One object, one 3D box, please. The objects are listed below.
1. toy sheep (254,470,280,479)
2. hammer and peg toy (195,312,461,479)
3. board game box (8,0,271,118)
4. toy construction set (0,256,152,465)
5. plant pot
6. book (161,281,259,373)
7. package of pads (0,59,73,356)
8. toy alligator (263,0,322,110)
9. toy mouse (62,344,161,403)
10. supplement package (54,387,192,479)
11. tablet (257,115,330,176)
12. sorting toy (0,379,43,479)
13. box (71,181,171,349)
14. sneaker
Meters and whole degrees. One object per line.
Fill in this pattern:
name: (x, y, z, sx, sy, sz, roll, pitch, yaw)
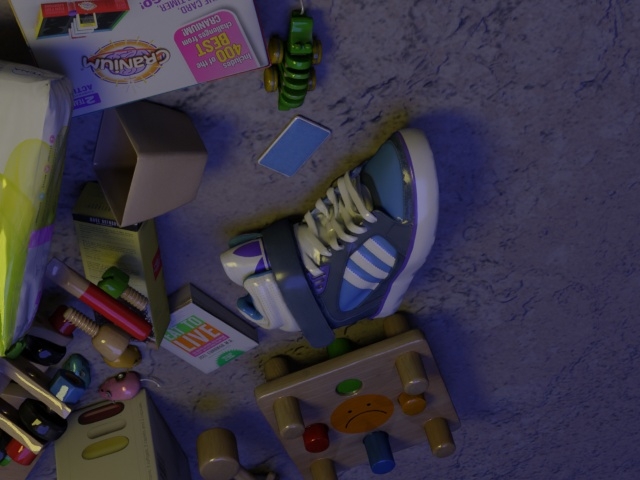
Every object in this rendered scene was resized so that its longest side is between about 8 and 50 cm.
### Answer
toy sheep: (-0.096, 0.409, 1.991, 0.091, 0.091, 0.132, 9, 117, -24)
hammer and peg toy: (0.010, 0.264, 1.843, 0.361, 0.127, 0.266, -21, 138, 5)
board game box: (-0.199, -0.282, 1.272, 0.242, 0.064, 0.316, -15, 136, -2)
toy construction set: (-0.374, 0.101, 1.471, 0.237, 0.257, 0.309, 38, 124, -22)
plant pot: (-0.190, -0.092, 1.445, 0.096, 0.109, 0.109, -6, 137, -30)
book: (-0.165, 0.123, 1.719, 0.096, 0.035, 0.144, -32, 136, 21)
package of pads: (-0.383, -0.045, 1.291, 0.229, 0.101, 0.296, 11, 100, 1)
toy alligator: (-0.025, -0.208, 1.407, 0.056, 0.051, 0.189, -2, 135, -16)
toy mouse: (-0.300, 0.194, 1.746, 0.143, 0.031, 0.161, -38, 133, 21)
supplement package: (-0.264, 0.382, 1.779, 0.145, 0.262, 0.204, -19, 136, 2)
tablet: (-0.032, -0.113, 1.535, 0.054, 0.006, 0.083, 22, 125, -34)
sorting toy: (-0.503, 0.243, 1.694, 0.257, 0.089, 0.255, 16, 127, -29)
box: (-0.241, 0.036, 1.565, 0.087, 0.058, 0.232, 9, 136, 12)
sneaker: (0.000, 0.000, 1.567, 0.236, 0.130, 0.323, -5, 141, -18)
